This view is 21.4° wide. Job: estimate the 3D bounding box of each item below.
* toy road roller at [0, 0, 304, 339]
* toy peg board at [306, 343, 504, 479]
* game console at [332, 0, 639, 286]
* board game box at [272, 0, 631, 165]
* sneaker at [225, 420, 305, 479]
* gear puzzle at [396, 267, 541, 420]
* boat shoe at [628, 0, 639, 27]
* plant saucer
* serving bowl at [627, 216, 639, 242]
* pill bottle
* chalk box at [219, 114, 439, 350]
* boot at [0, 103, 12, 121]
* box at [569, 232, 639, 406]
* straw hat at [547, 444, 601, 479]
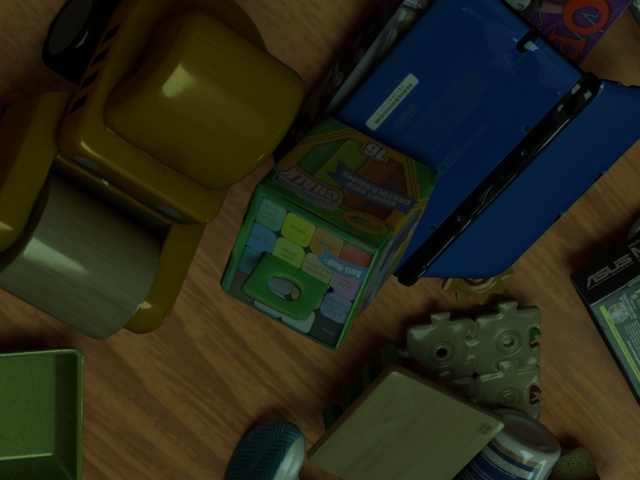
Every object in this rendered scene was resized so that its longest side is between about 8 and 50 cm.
[{"bbox_3d":[-0.158,-0.085,1.541,0.202,0.241,0.329,32,70,-29],"label":"toy road roller"},{"bbox_3d":[0.091,0.201,1.899,0.161,0.079,0.161,27,121,-26],"label":"toy peg board"},{"bbox_3d":[0.162,-0.104,1.712,0.250,0.173,0.293,42,117,-1],"label":"game console"},{"bbox_3d":[0.127,-0.163,1.701,0.208,0.056,0.347,18,126,-29],"label":"board game box"},{"bbox_3d":[-0.057,0.297,1.949,0.092,0.087,0.228,5,126,-26],"label":"sneaker"},{"bbox_3d":[0.168,0.140,1.942,0.176,0.044,0.339,-9,119,-9],"label":"gear puzzle"},{"bbox_3d":[0.368,-0.223,1.750,0.096,0.112,0.335,-15,123,25],"label":"boat shoe"},{"bbox_3d":[-0.352,0.188,1.814,0.188,0.045,0.188,-3,121,-14],"label":"plant saucer"},{"bbox_3d":[0.383,-0.008,1.916,0.083,0.027,0.083,-11,130,-14],"label":"serving bowl"},{"bbox_3d":[0.198,0.285,1.946,0.094,0.094,0.169,18,112,-25],"label":"pill bottle"},{"bbox_3d":[0.000,0.000,1.586,0.132,0.213,0.132,28,125,8],"label":"chalk box"},{"bbox_3d":[-0.291,-0.043,1.692,0.106,0.082,0.219,-20,130,22],"label":"boot"},{"bbox_3d":[0.432,0.082,1.948,0.216,0.060,0.270,-31,131,5],"label":"box"},{"bbox_3d":[0.304,0.279,2.044,0.145,0.144,0.061,-3,79,-14],"label":"straw hat"}]
